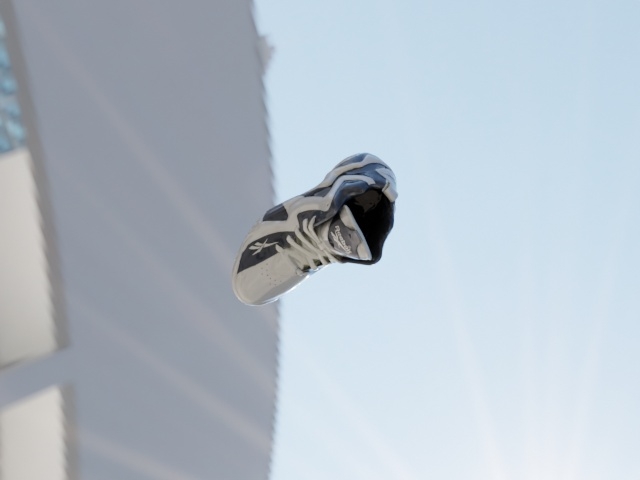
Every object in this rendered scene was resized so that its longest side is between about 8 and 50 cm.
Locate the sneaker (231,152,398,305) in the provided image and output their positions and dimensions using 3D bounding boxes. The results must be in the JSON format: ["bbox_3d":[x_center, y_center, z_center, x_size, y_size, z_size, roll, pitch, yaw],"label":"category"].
[{"bbox_3d":[0.000,0.000,1.987,0.094,0.235,0.153,56,-2,-16],"label":"sneaker"}]
